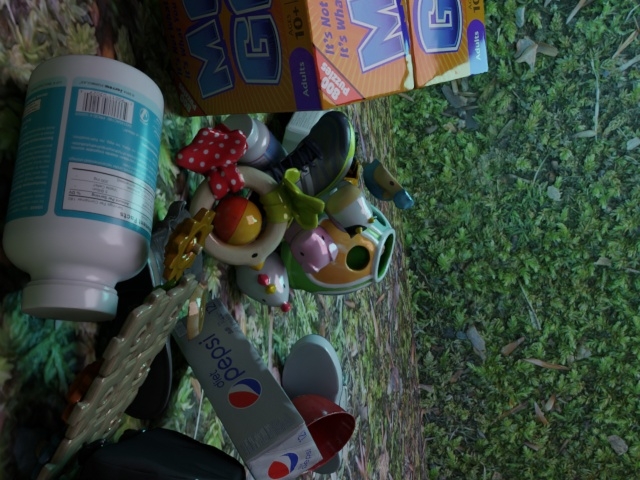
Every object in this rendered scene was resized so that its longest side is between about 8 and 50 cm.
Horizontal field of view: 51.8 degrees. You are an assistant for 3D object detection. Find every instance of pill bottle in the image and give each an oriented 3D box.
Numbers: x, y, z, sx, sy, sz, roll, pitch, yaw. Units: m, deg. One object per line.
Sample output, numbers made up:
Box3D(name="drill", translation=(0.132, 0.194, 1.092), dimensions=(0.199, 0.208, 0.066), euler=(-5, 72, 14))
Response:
Box3D(name="pill bottle", translation=(-0.252, -0.050, 0.705), dimensions=(0.146, 0.146, 0.264), euler=(43, 46, -66))
Box3D(name="pill bottle", translation=(-0.126, -0.176, 1.243), dimensions=(0.160, 0.087, 0.087), euler=(46, 43, -65))

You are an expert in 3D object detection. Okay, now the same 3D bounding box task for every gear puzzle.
Box3D(name="gear puzzle", translation=(-0.208, 0.106, 0.704), dimensions=(0.339, 0.044, 0.175), euler=(-59, 175, 13))

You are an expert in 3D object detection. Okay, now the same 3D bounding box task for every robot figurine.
Box3D(name="robot figurine", translation=(0.048, -0.182, 1.657), dimensions=(0.291, 0.085, 0.211), euler=(-93, -171, -67))

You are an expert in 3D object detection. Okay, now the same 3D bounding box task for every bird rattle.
Box3D(name="bird rattle", translation=(-0.128, -0.063, 1.074), dimensions=(0.253, 0.143, 0.207), euler=(26, 90, -29))

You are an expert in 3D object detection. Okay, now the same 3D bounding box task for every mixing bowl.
Box3D(name="mixing bowl", translation=(-0.029, 0.384, 1.355), dimensions=(0.098, 0.181, 0.181), euler=(46, -13, 39))

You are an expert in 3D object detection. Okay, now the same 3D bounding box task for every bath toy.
Box3D(name="bath toy", translation=(0.000, 0.000, 1.206), dimensions=(0.129, 0.348, 0.151), euler=(52, 2, 19))

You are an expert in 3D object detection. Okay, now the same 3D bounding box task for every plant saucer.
Box3D(name="plant saucer", translation=(-0.173, 0.100, 0.924), dimensions=(0.083, 0.015, 0.084), euler=(-174, -90, -88))

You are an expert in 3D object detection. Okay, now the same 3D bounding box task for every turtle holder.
Box3D(name="turtle holder", translation=(0.040, 0.014, 1.436), dimensions=(0.320, 0.227, 0.244), euler=(55, 51, -68))

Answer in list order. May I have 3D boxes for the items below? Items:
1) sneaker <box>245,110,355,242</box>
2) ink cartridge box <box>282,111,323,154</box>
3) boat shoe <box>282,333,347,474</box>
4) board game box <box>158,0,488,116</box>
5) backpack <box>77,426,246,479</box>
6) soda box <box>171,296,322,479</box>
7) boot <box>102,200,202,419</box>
Box3D(name="sneaker", translation=(-0.050, -0.115, 1.222), dimensions=(0.300, 0.111, 0.121), euler=(-53, 150, 14))
Box3D(name="ink cartridge box", translation=(-0.042, -0.216, 1.567), dimensions=(0.296, 0.066, 0.261), euler=(-71, 177, -52))
Box3D(name="boat shoe", translation=(0.010, 0.342, 1.493), dimensions=(0.156, 0.135, 0.367), euler=(-63, 148, -59))
Box3D(name="board game box", translation=(-0.007, -0.397, 0.998), dimensions=(0.356, 0.356, 0.357), euler=(-22, 111, -37))
Box3D(name="backpack", translation=(-0.177, 0.418, 0.720), dimensions=(0.290, 0.273, 0.356), euler=(86, 25, -77))
Box3D(name="soda box", translation=(-0.112, 0.209, 0.928), dimensions=(0.286, 0.091, 0.098), euler=(45, -19, 45))
Box3D(name="boot", translation=(-0.213, 0.086, 0.914), dimensions=(0.229, 0.091, 0.263), euler=(-51, 142, -77))
